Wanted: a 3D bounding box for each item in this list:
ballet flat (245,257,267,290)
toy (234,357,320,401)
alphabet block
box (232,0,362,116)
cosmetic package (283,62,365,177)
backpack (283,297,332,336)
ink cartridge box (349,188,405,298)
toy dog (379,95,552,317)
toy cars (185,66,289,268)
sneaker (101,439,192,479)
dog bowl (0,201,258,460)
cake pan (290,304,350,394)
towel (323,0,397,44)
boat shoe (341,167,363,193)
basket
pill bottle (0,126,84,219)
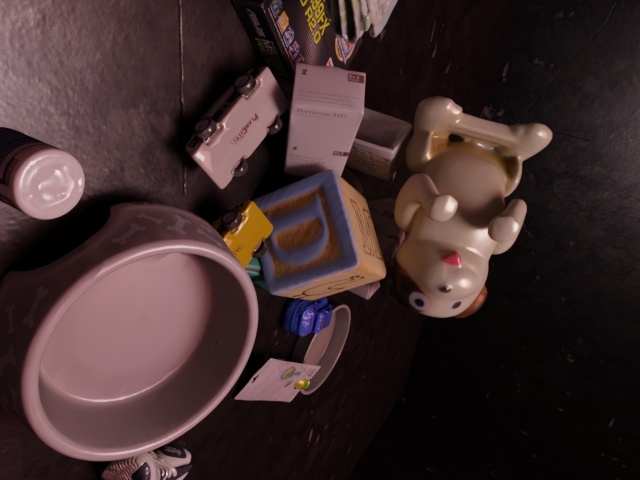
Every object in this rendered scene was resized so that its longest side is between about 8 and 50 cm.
[{"bbox_3d":[-0.125,0.047,0.942,0.247,0.083,0.087,38,51,-65],"label":"ballet flat"},{"bbox_3d":[-0.111,0.349,1.198,0.137,0.056,0.237,-49,141,7],"label":"toy"},{"bbox_3d":[0.000,0.000,0.928,0.197,0.192,0.194,23,52,-65],"label":"alphabet block"},{"bbox_3d":[-0.023,-0.375,0.809,0.216,0.060,0.270,-60,154,-16],"label":"box"},{"bbox_3d":[0.000,-0.197,0.820,0.231,0.117,0.086,108,-13,-71],"label":"cosmetic package"},{"bbox_3d":[-0.033,0.190,1.202,0.120,0.101,0.098,-14,115,-57],"label":"backpack"},{"bbox_3d":[0.106,-0.007,1.191,0.289,0.211,0.122,-38,144,-46],"label":"ink cartridge box"},{"bbox_3d":[0.263,-0.038,1.014,0.395,0.284,0.409,141,-35,-71],"label":"toy dog"},{"bbox_3d":[-0.156,-0.081,0.752,0.176,0.087,0.395,-9,114,-49],"label":"toy cars"},{"bbox_3d":[-0.293,0.398,0.826,0.153,0.094,0.235,-46,157,-51],"label":"sneaker"},{"bbox_3d":[-0.234,0.129,0.621,0.348,0.102,0.349,-21,123,-37],"label":"dog bowl"},{"bbox_3d":[-0.001,0.323,1.424,0.293,0.054,0.294,-45,147,-41],"label":"cake pan"},{"bbox_3d":[0.082,-0.480,0.549,0.375,0.090,0.320,-63,156,-10],"label":"towel"},{"bbox_3d":[0.038,-0.125,1.144,0.079,0.084,0.233,-37,178,28],"label":"boat shoe"},{"bbox_3d":[0.116,-0.226,1.089,0.113,0.167,0.103,-53,156,-30],"label":"basket"},{"bbox_3d":[-0.289,-0.069,0.441,0.067,0.120,0.067,-45,147,-41],"label":"pill bottle"}]
